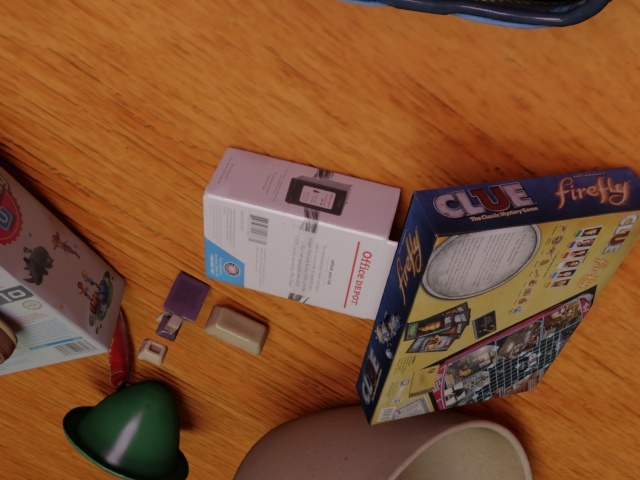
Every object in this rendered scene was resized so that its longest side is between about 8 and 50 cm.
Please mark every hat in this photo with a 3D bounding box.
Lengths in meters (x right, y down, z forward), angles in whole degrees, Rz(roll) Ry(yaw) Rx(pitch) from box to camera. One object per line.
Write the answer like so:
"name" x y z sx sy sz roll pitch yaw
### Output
"hat" -0.204 0.183 0.851 0.173 0.183 0.208 28 179 -1

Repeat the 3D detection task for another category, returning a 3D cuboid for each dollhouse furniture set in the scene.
"dollhouse furniture set" -0.122 0.106 0.707 0.114 0.091 0.081 27 153 -13

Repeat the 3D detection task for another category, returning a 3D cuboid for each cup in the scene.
"cup" 0.035 0.311 0.723 0.237 0.331 0.331 13 146 47

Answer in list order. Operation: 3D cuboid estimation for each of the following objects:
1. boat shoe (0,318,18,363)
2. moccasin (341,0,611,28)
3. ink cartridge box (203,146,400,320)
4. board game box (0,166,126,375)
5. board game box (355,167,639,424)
"boat shoe" -0.344 0.068 0.569 0.064 0.060 0.178 -28 132 31
"moccasin" -0.016 -0.185 0.321 0.342 0.116 0.137 12 137 9
"ink cartridge box" 0.000 0.000 0.555 0.180 0.060 0.104 14 138 4
"board game box" -0.365 0.011 0.624 0.224 0.097 0.303 -15 138 20
"board game box" 0.127 0.053 0.526 0.165 0.042 0.243 -7 140 -15
